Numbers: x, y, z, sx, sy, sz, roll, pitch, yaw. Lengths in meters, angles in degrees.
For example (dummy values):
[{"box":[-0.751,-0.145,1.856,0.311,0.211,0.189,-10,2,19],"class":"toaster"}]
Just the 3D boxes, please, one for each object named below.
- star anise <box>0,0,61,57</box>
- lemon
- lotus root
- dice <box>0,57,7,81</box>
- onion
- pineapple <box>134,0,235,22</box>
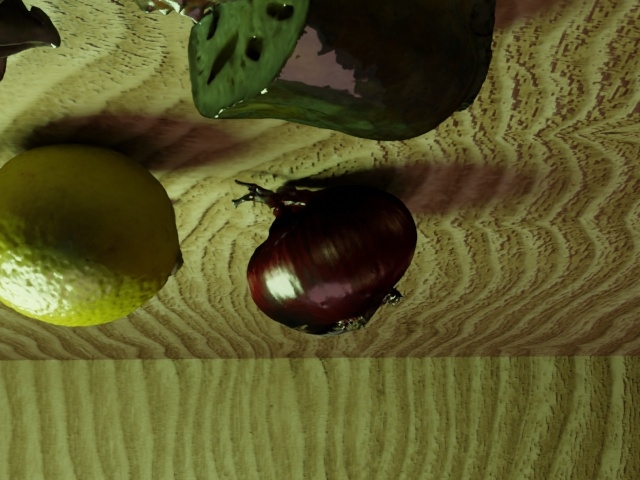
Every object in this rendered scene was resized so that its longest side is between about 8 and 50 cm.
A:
[{"box":[-0.343,-0.219,0.975,0.258,0.110,0.198,6,147,-18],"class":"star anise"},{"box":[-0.325,-0.008,1.532,0.267,0.267,0.267,0,165,0],"class":"lemon"},{"box":[0.037,-0.168,1.141,0.260,0.149,0.267,10,165,-30],"class":"lotus root"},{"box":[-0.354,-0.198,1.112,0.094,0.093,0.091,2,165,-5],"class":"dice"},{"box":[0.000,0.000,1.698,0.273,0.285,0.273,-35,-178,2],"class":"onion"},{"box":[-0.080,-0.249,0.828,0.166,0.166,0.193,9,163,-31],"class":"pineapple"}]
